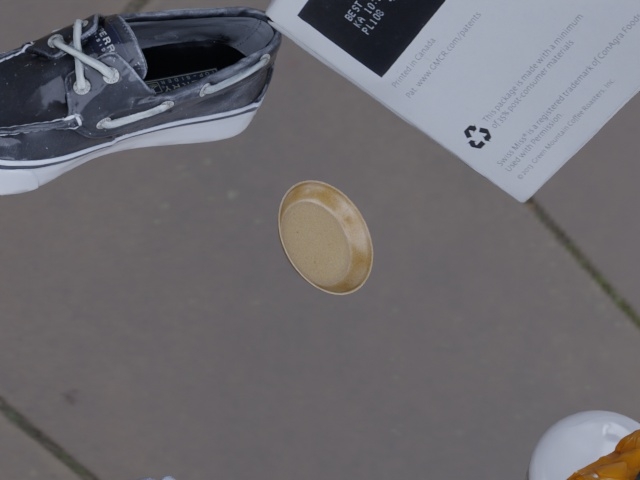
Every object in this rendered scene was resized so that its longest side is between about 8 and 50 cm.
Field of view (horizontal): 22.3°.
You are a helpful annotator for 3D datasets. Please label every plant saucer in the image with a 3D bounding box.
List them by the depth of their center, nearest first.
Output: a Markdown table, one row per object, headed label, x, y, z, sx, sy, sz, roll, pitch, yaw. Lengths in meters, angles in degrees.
| label | x | y | z | sx | sy | sz | roll | pitch | yaw |
| --- | --- | --- | --- | --- | --- | --- | --- | --- | --- |
| plant saucer | 0.000 | 0.000 | 1.106 | 0.083 | 0.015 | 0.083 | 21 | 56 | -34 |

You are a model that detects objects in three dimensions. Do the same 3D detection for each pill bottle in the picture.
| label | x | y | z | sx | sy | sz | roll | pitch | yaw |
| --- | --- | --- | --- | --- | --- | --- | --- | --- | --- |
| pill bottle | 0.230 | 0.236 | 1.400 | 0.117 | 0.215 | 0.117 | -1 | 63 | 1 |

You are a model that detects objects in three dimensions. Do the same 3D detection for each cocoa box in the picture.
| label | x | y | z | sx | sy | sz | roll | pitch | yaw |
| --- | --- | --- | --- | --- | --- | --- | --- | --- | --- |
| cocoa box | 0.169 | -0.247 | 1.076 | 0.231 | 0.347 | 0.228 | 36 | 39 | -7 |

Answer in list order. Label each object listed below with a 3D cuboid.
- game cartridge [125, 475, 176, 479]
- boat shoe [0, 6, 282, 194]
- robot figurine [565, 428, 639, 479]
| label | x | y | z | sx | sy | sz | roll | pitch | yaw |
| --- | --- | --- | --- | --- | --- | --- | --- | --- | --- |
| game cartridge | -0.109 | 0.237 | 1.078 | 0.196 | 0.294 | 0.060 | 38 | 59 | -24 |
| boat shoe | -0.158 | -0.112 | 1.141 | 0.301 | 0.102 | 0.108 | -11 | 60 | -33 |
| robot figurine | 0.301 | 0.166 | 1.110 | 0.291 | 0.211 | 0.085 | -18 | 112 | -36 |
